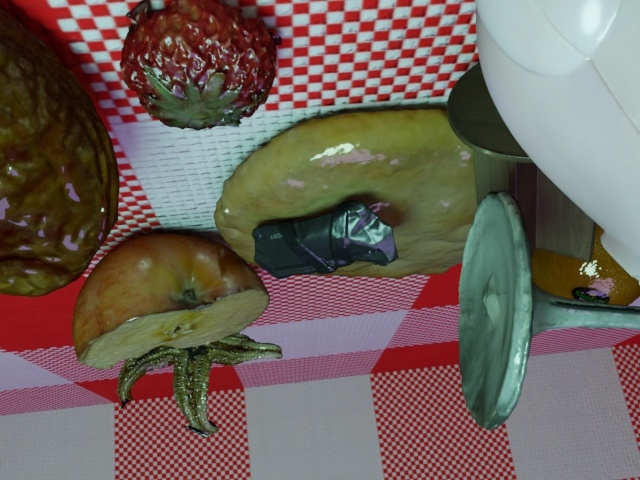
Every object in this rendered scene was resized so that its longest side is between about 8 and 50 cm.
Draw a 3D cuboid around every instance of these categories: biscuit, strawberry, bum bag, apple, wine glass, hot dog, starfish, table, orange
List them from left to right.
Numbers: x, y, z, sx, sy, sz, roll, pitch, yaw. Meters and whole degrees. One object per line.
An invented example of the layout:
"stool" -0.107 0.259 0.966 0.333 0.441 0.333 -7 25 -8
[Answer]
"hot dog" -0.350 -0.089 0.559 0.266 0.175 0.387 -17 148 19
"apple" -0.242 0.072 1.026 0.292 0.163 0.251 -9 156 -37
"strawberry" -0.105 -0.149 0.590 0.145 0.086 0.145 -5 158 -2
"starfish" -0.210 0.197 1.196 0.311 0.304 0.113 -3 160 13
"bum bag" 0.000 0.000 0.809 0.197 0.049 0.087 -12 125 30
"biscuit" 0.082 -0.042 0.911 0.445 0.104 0.429 2 157 -23
"table" 0.229 -0.064 0.709 0.166 0.167 0.227 -10 138 8
"orange" 0.446 0.028 1.102 0.205 0.206 0.206 -6 160 -2
"wine glass" 0.339 0.070 0.580 0.405 0.267 0.267 5 160 1

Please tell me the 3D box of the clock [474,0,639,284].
"clock" 0.280 -0.121 0.389 0.367 0.377 0.250 2 153 -22
